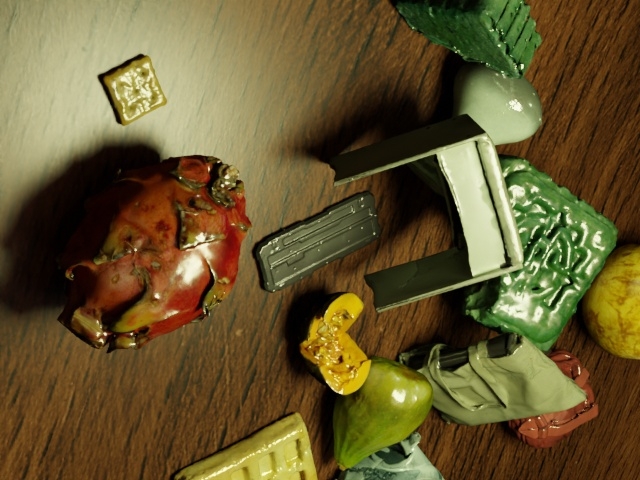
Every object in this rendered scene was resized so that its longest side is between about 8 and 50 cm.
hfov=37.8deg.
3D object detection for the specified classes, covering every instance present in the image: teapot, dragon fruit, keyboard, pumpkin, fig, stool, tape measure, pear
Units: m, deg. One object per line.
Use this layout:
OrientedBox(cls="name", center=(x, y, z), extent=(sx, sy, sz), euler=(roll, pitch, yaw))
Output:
OrientedBox(cls="teapot", center=(0.274, -0.203, 1.709), extent=(0.251, 0.183, 0.183), euler=(-47, 128, 1))
OrientedBox(cls="dragon fruit", center=(-0.238, 0.021, 1.359), extent=(0.250, 0.250, 0.315), euler=(29, 70, -40))
OrientedBox(cls="keyboard", center=(0.000, 0.000, 1.661), extent=(0.262, 0.016, 0.106), euler=(-27, 121, -28))
OrientedBox(cls="pumpkin", center=(0.016, 0.177, 1.678), extent=(0.119, 0.108, 0.183), euler=(-15, 107, -40))
OrientedBox(cls="fig", center=(0.103, 0.313, 1.773), extent=(0.167, 0.167, 0.233), euler=(10, 140, -39))
OrientedBox(cls="stool", center=(0.176, -0.050, 1.585), extent=(0.270, 0.170, 0.243), euler=(-18, 108, 3))
OrientedBox(cls="tape measure", center=(0.136, 0.535, 1.873), extent=(0.275, 0.147, 0.256), euler=(-50, 130, -17))
OrientedBox(cls="pear", center=(0.727, 0.140, 2.106), extent=(0.281, 0.281, 0.280), euler=(-13, 113, -33))

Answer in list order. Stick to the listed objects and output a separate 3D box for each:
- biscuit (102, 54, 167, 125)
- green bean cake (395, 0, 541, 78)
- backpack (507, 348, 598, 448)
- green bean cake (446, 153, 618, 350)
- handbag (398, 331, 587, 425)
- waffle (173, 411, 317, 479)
OrientedBox(cls="biscuit", center=(-0.272, -0.221, 1.378), extent=(0.081, 0.018, 0.083), euler=(-33, 123, -25))
OrientedBox(cls="green bean cake", center=(0.255, -0.377, 1.605), extent=(0.193, 0.208, 0.107), euler=(41, 72, -49))
OrientedBox(cls="backpack", center=(0.508, 0.363, 2.090), extent=(0.229, 0.139, 0.229), euler=(-14, 113, -35))
OrientedBox(cls="green bean cake", center=(0.374, 0.023, 1.798), extent=(0.300, 0.169, 0.307), euler=(31, 90, -14))
OrientedBox(cls="handbag", center=(0.324, 0.274, 1.842), extent=(0.253, 0.316, 0.109), euler=(41, 48, -35))
OrientedBox(cls="waffle", center=(-0.126, 0.439, 1.696), extent=(0.274, 0.057, 0.168), euler=(-23, 118, -29))
